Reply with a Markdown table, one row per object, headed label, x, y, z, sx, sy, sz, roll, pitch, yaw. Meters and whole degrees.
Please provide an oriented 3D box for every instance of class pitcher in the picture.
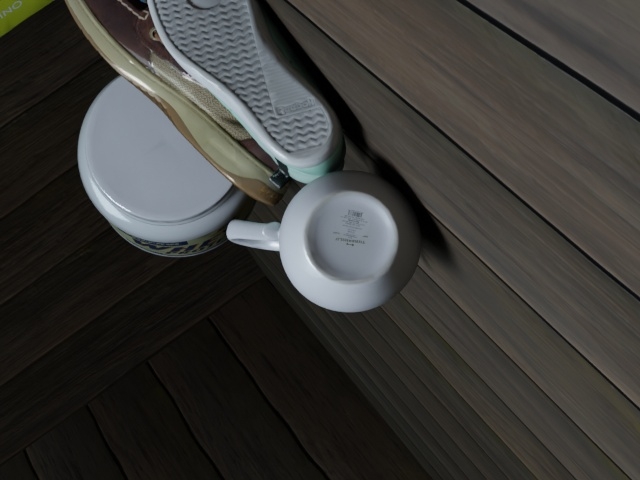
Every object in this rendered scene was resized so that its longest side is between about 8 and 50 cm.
| label | x | y | z | sx | sy | sz | roll | pitch | yaw |
| --- | --- | --- | --- | --- | --- | --- | --- | --- | --- |
| pitcher | 0.000 | 0.000 | 1.567 | 0.207 | 0.177 | 0.125 | 101 | 174 | -87 |

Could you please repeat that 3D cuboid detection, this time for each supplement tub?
| label | x | y | z | sx | sy | sz | roll | pitch | yaw |
| --- | --- | --- | --- | --- | --- | --- | --- | --- | --- |
| supplement tub | -0.195 | -0.106 | 2.281 | 0.235 | 0.235 | 0.325 | 54 | 176 | 4 |

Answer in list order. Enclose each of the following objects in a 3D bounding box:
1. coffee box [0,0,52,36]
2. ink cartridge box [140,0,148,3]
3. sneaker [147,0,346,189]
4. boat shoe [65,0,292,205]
| label | x | y | z | sx | sy | sz | roll | pitch | yaw |
| --- | --- | --- | --- | --- | --- | --- | --- | --- | --- |
| coffee box | -0.548 | -0.490 | 2.417 | 0.334 | 0.337 | 0.338 | 52 | 174 | 24 |
| ink cartridge box | -0.121 | -0.209 | 1.880 | 0.181 | 0.061 | 0.104 | 55 | 174 | -4 |
| sneaker | -0.068 | -0.152 | 1.585 | 0.256 | 0.094 | 0.151 | 54 | 178 | 14 |
| boat shoe | -0.125 | -0.188 | 1.756 | 0.342 | 0.123 | 0.123 | 46 | -169 | 23 |
